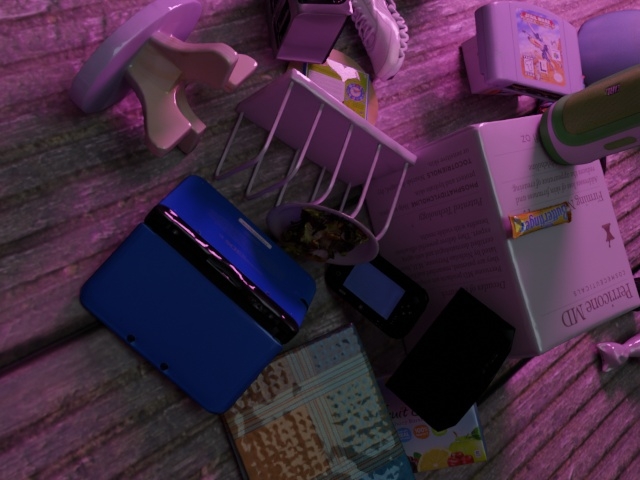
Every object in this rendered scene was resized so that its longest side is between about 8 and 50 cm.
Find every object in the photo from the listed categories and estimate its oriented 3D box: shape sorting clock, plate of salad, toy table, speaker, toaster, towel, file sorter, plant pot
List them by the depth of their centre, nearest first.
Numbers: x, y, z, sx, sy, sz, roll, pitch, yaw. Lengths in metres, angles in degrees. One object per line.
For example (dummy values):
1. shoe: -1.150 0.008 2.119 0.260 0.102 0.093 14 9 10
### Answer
1. toy table: -0.232 -0.251 1.173 0.161 0.252 0.274 40 66 -1
2. speaker: 0.508 -0.214 1.226 0.131 0.296 0.131 10 73 -34
3. towel: 0.004 0.356 1.247 0.271 0.040 0.370 -21 90 -17
4. plate of salad: 0.000 0.000 1.278 0.199 0.199 0.048 32 60 -25
5. file sorter: -0.015 -0.124 1.308 0.277 0.192 0.173 32 65 -25
6. toaster: -0.026 -0.428 1.379 0.110 0.186 0.168 -1 68 -20
7. shape sorting clock: 0.023 -0.282 1.465 0.206 0.040 0.206 9 71 -27
8. plant pot: 0.851 -0.493 2.011 0.290 0.195 0.290 9 74 -34

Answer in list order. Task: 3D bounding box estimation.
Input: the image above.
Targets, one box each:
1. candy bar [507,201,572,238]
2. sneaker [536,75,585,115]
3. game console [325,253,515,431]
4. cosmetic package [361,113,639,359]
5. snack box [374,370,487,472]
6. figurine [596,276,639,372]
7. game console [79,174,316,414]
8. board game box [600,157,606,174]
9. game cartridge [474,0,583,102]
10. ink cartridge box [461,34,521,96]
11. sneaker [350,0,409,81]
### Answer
1. candy bar: 0.364 -0.035 1.254 0.161 0.018 0.040 -13 87 -36
2. sneaker: 0.581 -0.328 1.836 0.125 0.104 0.262 -19 90 -35
3. game console: 0.143 0.139 1.303 0.213 0.361 0.044 -53 150 3
4. cosmetic package: 0.335 -0.004 1.440 0.329 0.327 0.394 -15 88 -37
5. snack box: 0.172 0.312 1.328 0.070 0.207 0.175 9 69 -77
6. figurine: 0.736 0.206 1.832 0.209 0.092 0.215 -7 83 -28
7. game console: -0.183 0.078 1.213 0.293 0.173 0.250 43 26 -8
8. board game box: 0.684 -0.243 1.901 0.133 0.033 0.169 49 34 -71
9. game cartridge: 0.460 -0.411 1.641 0.297 0.062 0.198 3 82 -34
10. ink cartridge box: 0.435 -0.413 1.737 0.176 0.128 0.128 -5 82 -35
11. sneaker: 0.101 -0.456 1.534 0.118 0.110 0.292 3 69 -27
